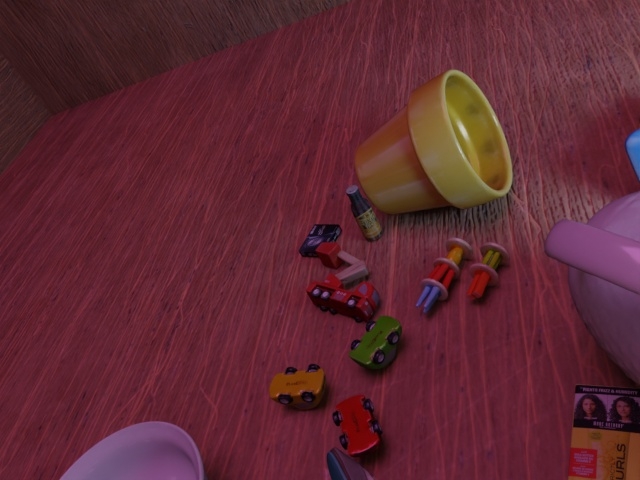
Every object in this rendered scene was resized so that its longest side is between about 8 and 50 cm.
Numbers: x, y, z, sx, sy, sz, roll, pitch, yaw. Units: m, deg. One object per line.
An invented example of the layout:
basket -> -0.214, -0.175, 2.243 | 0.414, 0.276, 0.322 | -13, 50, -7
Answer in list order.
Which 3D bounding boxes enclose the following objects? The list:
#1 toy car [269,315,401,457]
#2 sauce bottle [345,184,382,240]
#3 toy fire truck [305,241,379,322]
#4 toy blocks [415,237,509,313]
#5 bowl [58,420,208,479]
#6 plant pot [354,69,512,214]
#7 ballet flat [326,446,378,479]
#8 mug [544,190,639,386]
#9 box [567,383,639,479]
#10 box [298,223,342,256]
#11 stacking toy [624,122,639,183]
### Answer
toy car -> 0.058, 0.218, 0.971 | 0.239, 0.053, 0.225 | 20, 58, 46
sauce bottle -> 0.085, -0.055, 1.211 | 0.042, 0.128, 0.042 | -19, 39, 16
toy fire truck -> 0.046, 0.075, 1.153 | 0.192, 0.047, 0.135 | 12, 52, 42
toy blocks -> 0.236, 0.068, 1.024 | 0.123, 0.054, 0.148 | 9, 51, 42
bowl -> -0.266, 0.428, 0.877 | 0.298, 0.134, 0.298 | -19, 37, 15
plant pot -> 0.206, -0.164, 1.179 | 0.239, 0.254, 0.254 | -22, 34, 36
ballet flat -> 0.069, 0.361, 0.797 | 0.068, 0.072, 0.213 | -8, 34, -16
mug -> 0.416, 0.058, 0.661 | 0.276, 0.374, 0.328 | -68, 25, 10
box -> 0.333, 0.282, 0.699 | 0.087, 0.058, 0.232 | -3, 45, 32
box -> 0.000, 0.000, 1.298 | 0.067, 0.018, 0.083 | 3, 47, 36
stacking toy -> 0.604, -0.196, 1.024 | 0.175, 0.166, 0.302 | -26, 22, 28
